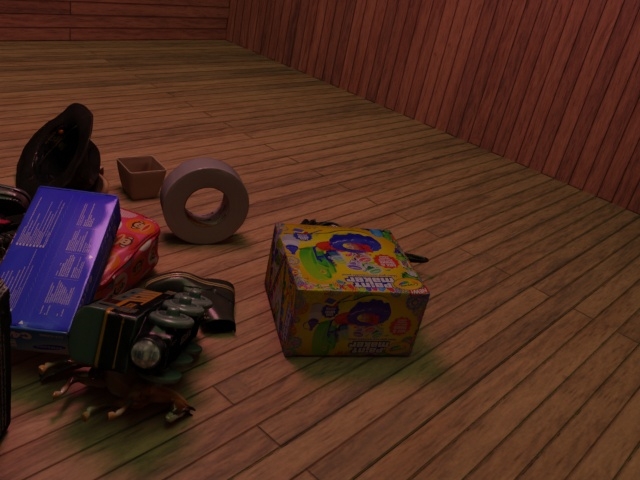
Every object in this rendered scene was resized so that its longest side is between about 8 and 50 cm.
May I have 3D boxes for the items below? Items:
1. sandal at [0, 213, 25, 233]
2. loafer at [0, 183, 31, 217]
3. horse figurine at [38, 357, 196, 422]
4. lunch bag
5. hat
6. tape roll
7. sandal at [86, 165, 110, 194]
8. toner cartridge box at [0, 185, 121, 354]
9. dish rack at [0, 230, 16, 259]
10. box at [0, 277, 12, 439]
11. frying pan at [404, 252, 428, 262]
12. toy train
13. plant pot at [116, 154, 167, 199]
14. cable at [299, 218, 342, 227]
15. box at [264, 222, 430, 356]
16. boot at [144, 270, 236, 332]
[{"bbox_3d":[-0.712,-0.043,1.411,0.067,0.040,0.179,27,28,26],"label":"sandal"},{"bbox_3d":[-0.846,-0.072,1.504,0.303,0.109,0.095,2,48,-6],"label":"loafer"},{"bbox_3d":[-0.367,0.250,1.109,0.263,0.066,0.174,20,15,27],"label":"horse figurine"},{"bbox_3d":[-0.520,0.025,1.397,0.258,0.120,0.293,20,35,9],"label":"lunch bag"},{"bbox_3d":[-0.686,-0.210,1.743,0.331,0.331,0.134,43,0,45],"label":"hat"},{"bbox_3d":[-0.298,-0.100,1.644,0.219,0.219,0.072,1,29,-21],"label":"tape roll"},{"bbox_3d":[-0.658,-0.187,1.846,0.240,0.088,0.079,42,8,33],"label":"sandal"},{"bbox_3d":[-0.506,0.046,1.219,0.165,0.075,0.347,7,47,-3],"label":"toner cartridge box"},{"bbox_3d":[-0.752,0.017,1.394,0.208,0.074,0.271,23,28,18],"label":"dish rack"},{"bbox_3d":[-0.696,0.245,0.742,0.481,0.297,0.471,10,26,-6],"label":"box"},{"bbox_3d":[0.108,0.026,1.750,0.327,0.053,0.197,1,29,-21],"label":"frying pan"},{"bbox_3d":[-0.315,0.156,1.164,0.190,0.142,0.334,14,5,-1],"label":"toy train"},{"bbox_3d":[-0.515,-0.177,1.833,0.109,0.096,0.109,-11,36,-36],"label":"plant pot"},{"bbox_3d":[0.000,0.000,1.687,0.151,0.047,0.184,19,27,9],"label":"cable"},{"bbox_3d":[0.047,0.108,1.439,0.290,0.176,0.279,3,30,-17],"label":"box"},{"bbox_3d":[-0.276,0.137,1.369,0.198,0.076,0.137,2,34,-16],"label":"boot"}]
